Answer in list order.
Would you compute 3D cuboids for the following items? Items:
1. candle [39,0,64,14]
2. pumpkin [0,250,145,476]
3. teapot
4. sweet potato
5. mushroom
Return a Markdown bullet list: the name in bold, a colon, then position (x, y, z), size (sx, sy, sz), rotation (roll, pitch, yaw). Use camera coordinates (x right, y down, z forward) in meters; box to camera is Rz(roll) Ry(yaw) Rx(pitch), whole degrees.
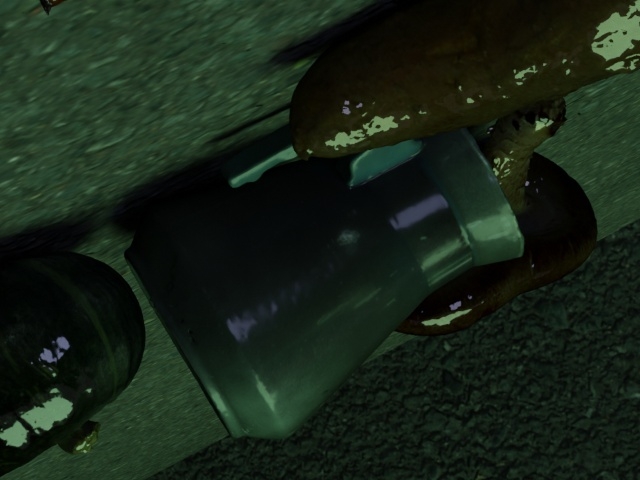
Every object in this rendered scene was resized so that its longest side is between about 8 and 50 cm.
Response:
- **candle**: position (-0.031, -0.130, 0.662), size (0.167, 0.021, 0.026), rotation (-27, -162, -3)
- **pumpkin**: position (-0.184, 0.077, 1.091), size (0.167, 0.125, 0.167), rotation (-20, 167, -5)
- **teapot**: position (0.000, 0.000, 1.126), size (0.225, 0.171, 0.203), rotation (-32, 142, -7)
- **sweet potato**: position (0.141, -0.130, 0.918), size (0.341, 0.092, 0.114), rotation (-30, 154, 22)
- **mushroom**: position (0.124, -0.041, 1.381), size (0.227, 0.148, 0.217), rotation (-32, 156, -24)
